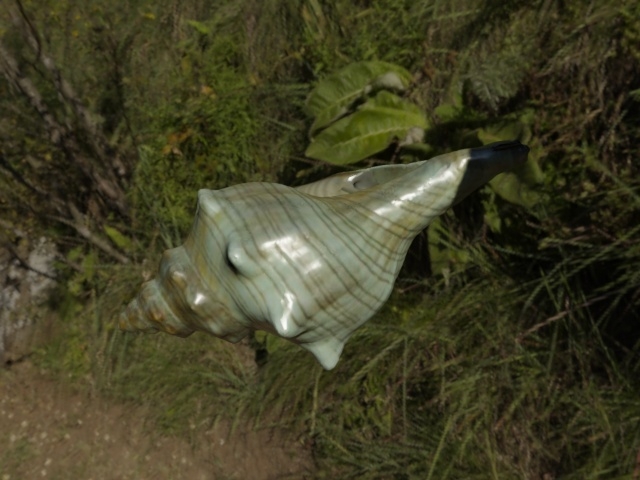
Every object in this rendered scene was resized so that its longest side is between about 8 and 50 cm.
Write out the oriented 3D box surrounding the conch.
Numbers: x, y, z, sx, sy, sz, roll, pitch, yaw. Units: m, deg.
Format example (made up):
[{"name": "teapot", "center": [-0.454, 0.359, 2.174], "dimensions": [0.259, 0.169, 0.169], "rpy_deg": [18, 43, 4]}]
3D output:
[{"name": "conch", "center": [-0.005, 0.011, 0.398], "dimensions": [0.234, 0.114, 0.137], "rpy_deg": [-16, 18, -23]}]
